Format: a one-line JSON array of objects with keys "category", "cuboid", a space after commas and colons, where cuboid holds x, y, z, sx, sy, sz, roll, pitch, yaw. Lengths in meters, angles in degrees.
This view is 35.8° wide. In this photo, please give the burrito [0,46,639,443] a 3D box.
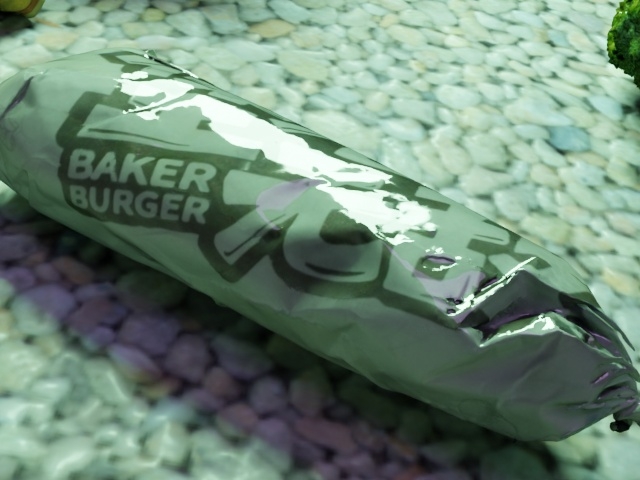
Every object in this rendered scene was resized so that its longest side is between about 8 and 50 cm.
[{"category": "burrito", "cuboid": [0.000, 0.000, 0.557, 0.445, 0.101, 0.139, 26, 36, 21]}]

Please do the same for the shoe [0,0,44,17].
[{"category": "shoe", "cuboid": [-0.270, -0.222, 0.787, 0.109, 0.072, 0.069, 54, 21, 14]}]

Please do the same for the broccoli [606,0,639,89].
[{"category": "broccoli", "cuboid": [0.377, -0.191, 0.736, 0.304, 0.283, 0.321, 7, 20, 12]}]
